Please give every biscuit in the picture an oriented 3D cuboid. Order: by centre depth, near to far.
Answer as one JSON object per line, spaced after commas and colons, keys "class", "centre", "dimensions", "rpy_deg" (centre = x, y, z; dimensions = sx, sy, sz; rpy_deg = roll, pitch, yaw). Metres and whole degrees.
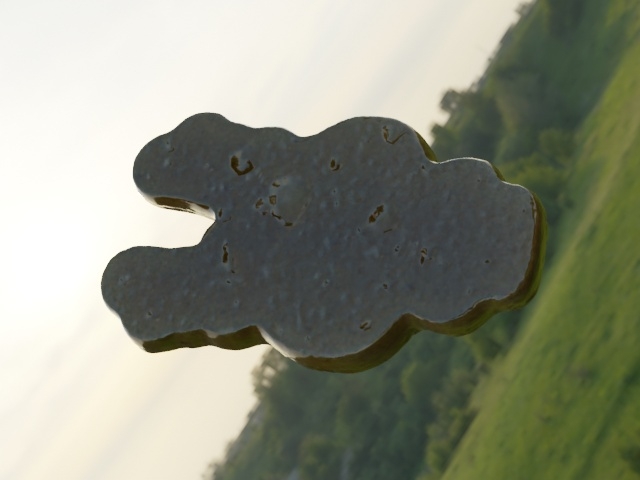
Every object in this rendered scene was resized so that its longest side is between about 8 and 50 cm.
{"class": "biscuit", "centre": [0.001, 0.001, 0.880], "dimensions": [0.044, 0.295, 0.185], "rpy_deg": [50, -130, -64]}
